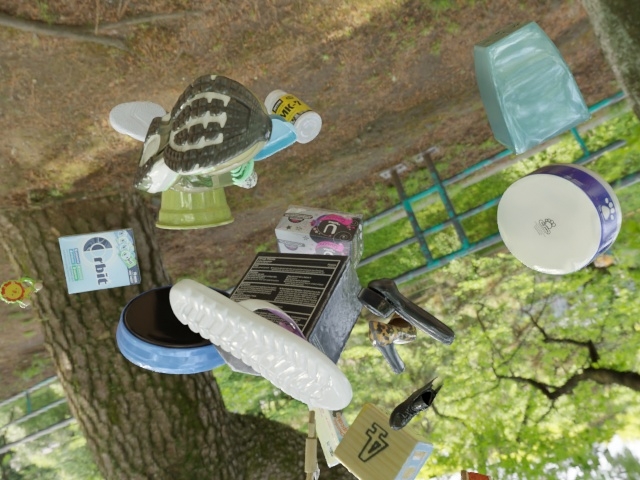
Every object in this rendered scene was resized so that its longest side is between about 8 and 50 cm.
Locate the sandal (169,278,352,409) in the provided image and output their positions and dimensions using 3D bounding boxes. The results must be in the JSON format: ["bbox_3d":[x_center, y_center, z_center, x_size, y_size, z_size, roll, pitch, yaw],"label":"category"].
[{"bbox_3d":[-0.107,0.179,0.959,0.102,0.417,0.169,-52,169,-42],"label":"sandal"}]

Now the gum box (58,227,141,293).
[{"bbox_3d":[-0.606,0.054,1.348,0.185,0.156,0.041,-8,-169,-14],"label":"gum box"}]

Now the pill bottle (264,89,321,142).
[{"bbox_3d":[-0.102,-0.446,1.731,0.119,0.208,0.119,-30,144,-24],"label":"pill bottle"}]

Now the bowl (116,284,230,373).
[{"bbox_3d":[-0.408,0.249,1.476,0.392,0.391,0.077,-8,118,-33],"label":"bowl"}]

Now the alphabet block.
[{"bbox_3d":[0.193,0.632,1.469,0.193,0.197,0.192,-55,143,-7],"label":"alphabet block"}]

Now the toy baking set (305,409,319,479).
[{"bbox_3d":[-0.017,0.610,1.357,0.030,0.256,0.196,-1,158,6],"label":"toy baking set"}]

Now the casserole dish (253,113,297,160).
[{"bbox_3d":[-0.148,-0.275,1.288,0.189,0.036,0.114,-21,149,28],"label":"casserole dish"}]

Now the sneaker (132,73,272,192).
[{"bbox_3d":[-0.167,-0.150,0.816,0.182,0.157,0.411,15,172,-35],"label":"sneaker"}]

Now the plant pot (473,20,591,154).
[{"bbox_3d":[0.440,-0.344,1.066,0.166,0.234,0.165,-28,-158,13],"label":"plant pot"}]

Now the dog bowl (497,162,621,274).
[{"bbox_3d":[0.583,-0.053,1.210,0.104,0.264,0.265,-24,169,-34],"label":"dog bowl"}]

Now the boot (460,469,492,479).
[{"bbox_3d":[0.388,0.629,1.179,0.085,0.059,0.158,2,-154,10],"label":"boot"}]

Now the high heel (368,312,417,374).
[{"bbox_3d":[0.208,0.237,1.439,0.093,0.186,0.261,-20,-154,25],"label":"high heel"}]

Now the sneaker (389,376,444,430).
[{"bbox_3d":[0.256,0.437,1.303,0.170,0.051,0.089,-38,170,-23],"label":"sneaker"}]

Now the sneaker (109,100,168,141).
[{"bbox_3d":[-0.383,-0.253,1.207,0.269,0.101,0.153,6,162,-28],"label":"sneaker"}]

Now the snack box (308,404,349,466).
[{"bbox_3d":[0.026,0.648,1.798,0.060,0.321,0.187,-10,151,-24],"label":"snack box"}]

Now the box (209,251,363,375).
[{"bbox_3d":[-0.078,0.192,1.259,0.297,0.294,0.182,2,133,31],"label":"box"}]

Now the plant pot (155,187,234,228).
[{"bbox_3d":[-0.449,-0.188,1.719,0.277,0.253,0.276,-1,-169,0],"label":"plant pot"}]

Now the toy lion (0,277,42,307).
[{"bbox_3d":[-0.942,0.156,1.523,0.034,0.100,0.096,-25,124,38],"label":"toy lion"}]

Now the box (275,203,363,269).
[{"bbox_3d":[0.000,0.000,1.537,0.248,0.142,0.163,9,133,15],"label":"box"}]

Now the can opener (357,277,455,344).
[{"bbox_3d":[0.158,0.130,0.880,0.073,0.186,0.059,-56,163,-9],"label":"can opener"}]

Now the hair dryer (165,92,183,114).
[{"bbox_3d":[-0.364,-0.322,1.431,0.294,0.223,0.080,-15,-172,35],"label":"hair dryer"}]
